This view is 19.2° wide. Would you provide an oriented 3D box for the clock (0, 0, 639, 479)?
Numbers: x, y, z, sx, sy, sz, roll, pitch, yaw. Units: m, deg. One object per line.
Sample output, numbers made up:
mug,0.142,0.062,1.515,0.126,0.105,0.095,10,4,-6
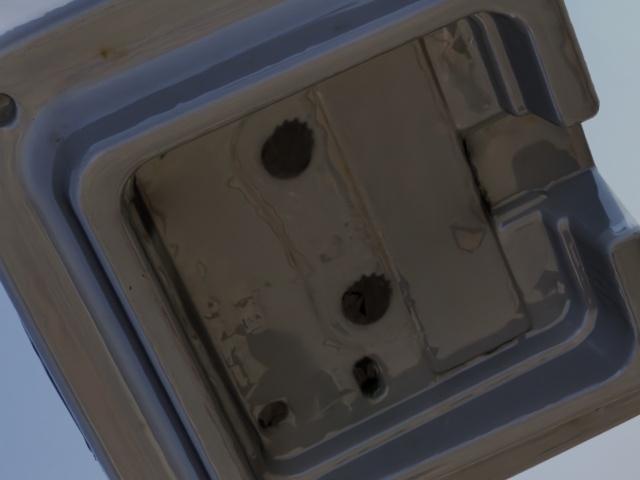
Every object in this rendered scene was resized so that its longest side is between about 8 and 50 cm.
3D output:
clock,0.000,0.000,0.709,0.231,0.262,0.116,-26,26,-5
